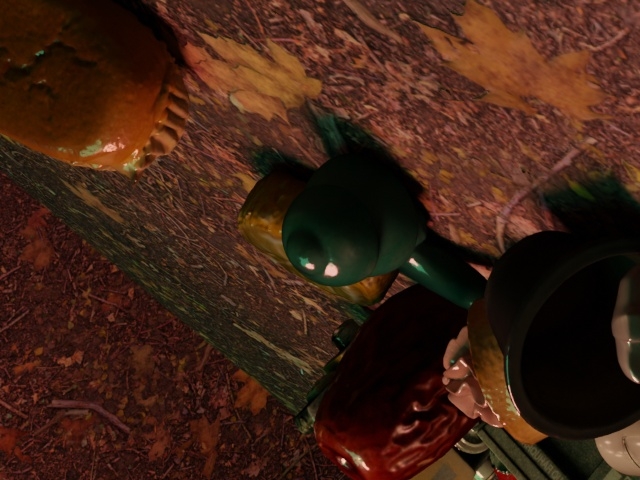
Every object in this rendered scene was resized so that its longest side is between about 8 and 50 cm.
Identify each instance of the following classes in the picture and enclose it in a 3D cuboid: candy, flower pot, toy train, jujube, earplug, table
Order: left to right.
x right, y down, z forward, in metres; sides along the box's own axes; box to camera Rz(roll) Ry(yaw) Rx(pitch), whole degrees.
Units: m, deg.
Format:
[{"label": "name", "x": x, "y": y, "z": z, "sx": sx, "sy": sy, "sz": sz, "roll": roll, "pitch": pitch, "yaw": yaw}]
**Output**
[{"label": "candy", "x": 0.000, "y": 0.000, "z": 1.654, "sx": 0.259, "sy": 0.118, "sz": 0.260, "roll": 29, "pitch": 169, "yaw": 6}, {"label": "earplug", "x": 0.070, "y": 0.010, "z": 1.432, "sx": 0.164, "sy": 0.280, "sz": 0.258, "roll": -17, "pitch": 94, "yaw": 46}, {"label": "toy train", "x": 0.137, "y": 0.333, "z": 2.015, "sx": 0.397, "sy": 0.253, "sz": 0.160, "roll": 45, "pitch": 157, "yaw": 1}, {"label": "jujube", "x": 0.132, "y": 0.205, "z": 1.612, "sx": 0.223, "sy": 0.318, "sz": 0.223, "roll": 36, "pitch": 160, "yaw": 16}, {"label": "flower pot", "x": 0.270, "y": 0.079, "z": 1.196, "sx": 0.235, "sy": 0.235, "sz": 0.148, "roll": 43, "pitch": -179, "yaw": -30}, {"label": "toy train", "x": 0.387, "y": 0.340, "z": 1.655, "sx": 0.138, "sy": 0.178, "sz": 0.330, "roll": 23, "pitch": -162, "yaw": -44}, {"label": "table", "x": 0.457, "y": 0.244, "z": 1.422, "sx": 0.126, "sy": 0.126, "sz": 0.220, "roll": 35, "pitch": 166, "yaw": -5}]

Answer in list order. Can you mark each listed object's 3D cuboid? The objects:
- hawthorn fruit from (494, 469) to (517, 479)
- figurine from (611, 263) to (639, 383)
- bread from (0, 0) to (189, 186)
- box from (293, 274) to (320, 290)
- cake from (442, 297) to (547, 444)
[{"label": "hawthorn fruit", "x": 0.371, "y": 0.378, "z": 1.866, "sx": 0.179, "sy": 0.200, "sz": 0.179, "roll": 29, "pitch": 158, "yaw": 12}, {"label": "figurine", "x": 0.385, "y": 0.074, "z": 1.027, "sx": 0.176, "sy": 0.133, "sz": 0.236, "roll": 12, "pitch": 164, "yaw": -25}, {"label": "bread", "x": -0.360, "y": -0.236, "z": 1.487, "sx": 0.388, "sy": 0.236, "sz": 0.183, "roll": 21, "pitch": 178, "yaw": 15}, {"label": "box", "x": -0.014, "y": 0.035, "z": 1.872, "sx": 0.060, "sy": 0.063, "sz": 0.085, "roll": 29, "pitch": 165, "yaw": 24}, {"label": "cake", "x": 0.242, "y": 0.167, "z": 1.394, "sx": 0.207, "sy": 0.185, "sz": 0.178, "roll": 35, "pitch": 131, "yaw": -29}]
